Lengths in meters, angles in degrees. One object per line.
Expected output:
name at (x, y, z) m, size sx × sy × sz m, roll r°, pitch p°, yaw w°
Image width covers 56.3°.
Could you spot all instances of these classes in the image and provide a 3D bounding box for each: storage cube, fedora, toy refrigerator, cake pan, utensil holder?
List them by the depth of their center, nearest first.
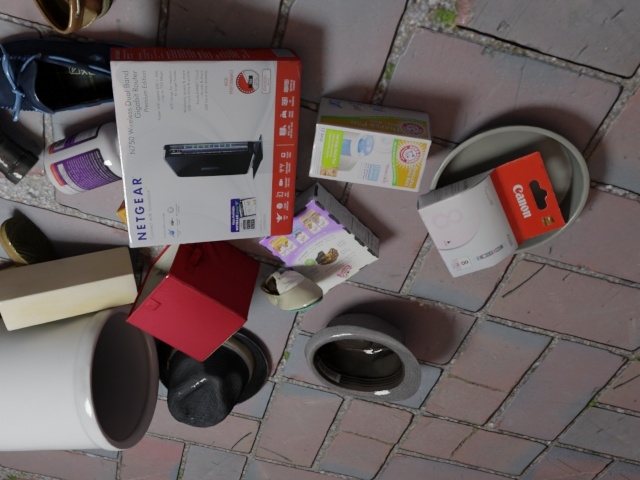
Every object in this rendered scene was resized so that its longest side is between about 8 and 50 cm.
cake pan at (0.354, -0.099, 1.144) m, size 0.293 × 0.054 × 0.293 m, roll 3°, pitch 129°, yaw 4°
storage cube at (-0.268, 0.110, 1.293) m, size 0.193 × 0.184 × 0.215 m, roll 35°, pitch 124°, yaw -21°
toy refrigerator at (-0.543, 0.104, 1.301) m, size 0.269 × 0.102 × 0.094 m, roll -12°, pitch 132°, yaw -19°
utensil holder at (-0.622, 0.320, 1.389) m, size 0.385 × 0.328 × 0.328 m, roll -5°, pitch 128°, yaw 10°
fedora at (0.106, 0.259, 1.411) m, size 0.275 × 0.124 × 0.244 m, roll -1°, pitch 127°, yaw 17°
fedora at (-0.291, 0.367, 1.522) m, size 0.333 × 0.153 × 0.334 m, roll 3°, pitch 129°, yaw 3°

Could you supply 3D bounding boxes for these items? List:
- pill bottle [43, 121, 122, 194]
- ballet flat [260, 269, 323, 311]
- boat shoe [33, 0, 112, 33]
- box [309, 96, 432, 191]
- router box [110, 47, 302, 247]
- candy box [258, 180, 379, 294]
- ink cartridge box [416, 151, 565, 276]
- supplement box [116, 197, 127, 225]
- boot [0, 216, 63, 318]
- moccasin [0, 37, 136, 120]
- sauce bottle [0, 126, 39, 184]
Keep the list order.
pill bottle at (-0.413, -0.161, 1.139) m, size 0.193 × 0.108 × 0.108 m, roll -14°, pitch 126°, yaw 17°
ballet flat at (-0.072, 0.102, 1.273) m, size 0.086 × 0.086 × 0.248 m, roll 30°, pitch 165°, yaw -17°
boat shoe at (-0.409, -0.456, 0.865) m, size 0.122 × 0.120 × 0.324 m, roll 2°, pitch 137°, yaw 19°
box at (0.090, -0.173, 1.080) m, size 0.203 × 0.103 × 0.114 m, roll 9°, pitch 129°, yaw -1°
router box at (-0.194, -0.158, 1.046) m, size 0.301 × 0.082 × 0.336 m, roll -6°, pitch 123°, yaw -16°
candy box at (0.000, 0.000, 1.250) m, size 0.164 × 0.070 × 0.196 m, roll -35°, pitch 117°, yaw 29°
ink cartridge box at (0.323, -0.041, 1.126) m, size 0.232 × 0.066 × 0.189 m, roll -18°, pitch 124°, yaw 24°
supplement box at (-0.295, -0.093, 1.202) m, size 0.233 × 0.078 × 0.080 m, roll -26°, pitch 122°, yaw 23°
boot at (-0.730, 0.078, 1.378) m, size 0.269 × 0.089 × 0.236 m, roll -16°, pitch 125°, yaw 19°
moccasin at (-0.476, -0.286, 1.038) m, size 0.341 × 0.117 × 0.138 m, roll -7°, pitch 128°, yaw 11°
sauce bottle at (-0.687, -0.240, 1.103) m, size 0.111 × 0.111 × 0.344 m, roll -35°, pitch 119°, yaw 29°
